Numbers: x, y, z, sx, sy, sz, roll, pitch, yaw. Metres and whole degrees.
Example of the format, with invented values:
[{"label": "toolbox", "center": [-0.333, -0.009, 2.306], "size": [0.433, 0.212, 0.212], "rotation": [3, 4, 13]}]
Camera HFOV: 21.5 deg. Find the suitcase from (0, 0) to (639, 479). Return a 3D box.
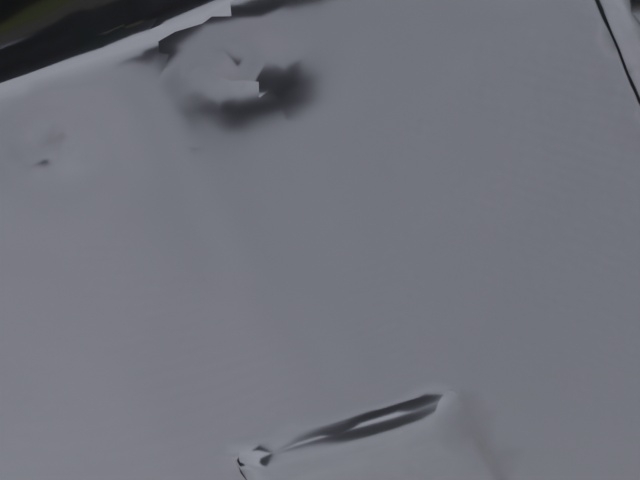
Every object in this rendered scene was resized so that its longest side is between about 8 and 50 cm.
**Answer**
[{"label": "suitcase", "center": [0.000, 0.000, 0.573], "size": [0.345, 0.188, 0.339], "rotation": [-19, 127, 13]}]
